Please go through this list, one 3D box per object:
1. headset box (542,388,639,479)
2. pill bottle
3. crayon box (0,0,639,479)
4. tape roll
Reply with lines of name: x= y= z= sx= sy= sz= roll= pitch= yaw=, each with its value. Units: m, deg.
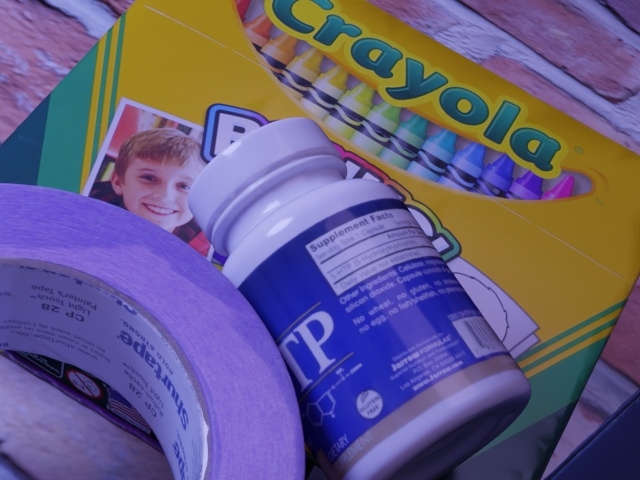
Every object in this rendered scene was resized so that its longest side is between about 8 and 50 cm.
headset box: x=0.203 y=0.141 z=0.665 sx=0.283 sy=0.246 sz=0.131 roll=-9 pitch=56 yaw=-47
pill bottle: x=0.013 y=0.033 z=0.728 sx=0.112 sy=0.112 sz=0.186 roll=-13 pitch=61 yaw=-44
crayon box: x=0.000 y=0.000 z=0.879 sx=0.363 sy=0.106 sz=0.313 roll=30 pitch=56 yaw=5
tape roll: x=-0.149 y=0.109 z=0.652 sx=0.275 sy=0.090 sz=0.275 roll=7 pitch=56 yaw=-11
